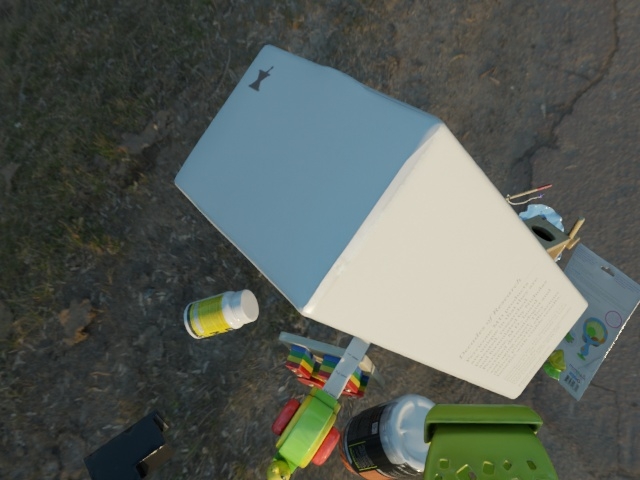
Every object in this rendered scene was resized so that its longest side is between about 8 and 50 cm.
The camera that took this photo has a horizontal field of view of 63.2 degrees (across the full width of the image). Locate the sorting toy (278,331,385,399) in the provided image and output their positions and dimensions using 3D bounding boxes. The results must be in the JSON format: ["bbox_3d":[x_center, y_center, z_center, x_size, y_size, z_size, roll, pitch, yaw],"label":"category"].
[{"bbox_3d":[0.027,0.370,1.465,0.256,0.255,0.090,10,64,25],"label":"sorting toy"}]

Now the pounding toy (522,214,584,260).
[{"bbox_3d":[0.450,-0.001,1.072,0.205,0.181,0.094,-15,50,-41],"label":"pounding toy"}]

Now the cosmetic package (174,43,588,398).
[{"bbox_3d":[0.099,0.012,0.563,0.162,0.453,0.230,-54,47,4],"label":"cosmetic package"}]

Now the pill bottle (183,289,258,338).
[{"bbox_3d":[-0.304,0.224,1.603,0.208,0.119,0.119,-18,78,21],"label":"pill bottle"}]

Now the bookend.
[{"bbox_3d":[-0.337,0.437,0.984,0.157,0.072,0.156,-34,51,-19],"label":"bookend"}]

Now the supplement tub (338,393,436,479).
[{"bbox_3d":[0.198,0.579,1.506,0.206,0.338,0.207,13,59,-22],"label":"supplement tub"}]

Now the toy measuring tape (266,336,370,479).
[{"bbox_3d":[0.009,0.286,0.931,0.121,0.121,0.330,34,68,8],"label":"toy measuring tape"}]

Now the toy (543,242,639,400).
[{"bbox_3d":[0.457,0.140,0.896,0.056,0.137,0.238,1,121,-27],"label":"toy"}]

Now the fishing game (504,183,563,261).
[{"bbox_3d":[0.532,0.002,1.285,0.189,0.041,0.264,-15,103,-14],"label":"fishing game"}]

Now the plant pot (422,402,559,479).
[{"bbox_3d":[0.287,0.410,0.914,0.226,0.228,0.207,-3,57,9],"label":"plant pot"}]
